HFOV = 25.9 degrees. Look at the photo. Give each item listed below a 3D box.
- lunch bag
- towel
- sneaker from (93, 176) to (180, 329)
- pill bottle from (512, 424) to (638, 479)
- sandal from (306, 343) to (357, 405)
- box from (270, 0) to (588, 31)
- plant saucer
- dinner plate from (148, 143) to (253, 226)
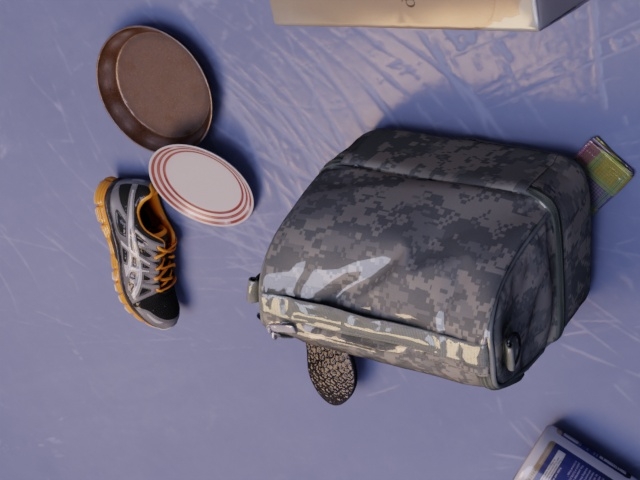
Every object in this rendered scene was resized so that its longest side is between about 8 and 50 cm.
[{"bbox_3d":[0.107,0.030,1.478,0.305,0.256,0.212,13,124,28],"label":"lunch bag"},{"bbox_3d":[0.288,-0.066,1.478,0.060,0.009,0.083,41,131,4],"label":"towel"},{"bbox_3d":[-0.222,0.017,1.797,0.083,0.084,0.215,-7,112,29],"label":"sneaker"},{"bbox_3d":[0.313,0.298,1.622,0.169,0.094,0.094,32,129,12],"label":"pill bottle"},{"bbox_3d":[0.010,0.118,1.745,0.067,0.040,0.179,-12,95,30],"label":"sandal"},{"bbox_3d":[0.099,-0.291,1.367,0.311,0.121,0.148,6,118,36],"label":"box"},{"bbox_3d":[-0.197,-0.185,1.694,0.168,0.029,0.168,15,123,24],"label":"plant saucer"},{"bbox_3d":[-0.145,-0.071,1.719,0.141,0.017,0.141,16,141,14],"label":"dinner plate"}]
